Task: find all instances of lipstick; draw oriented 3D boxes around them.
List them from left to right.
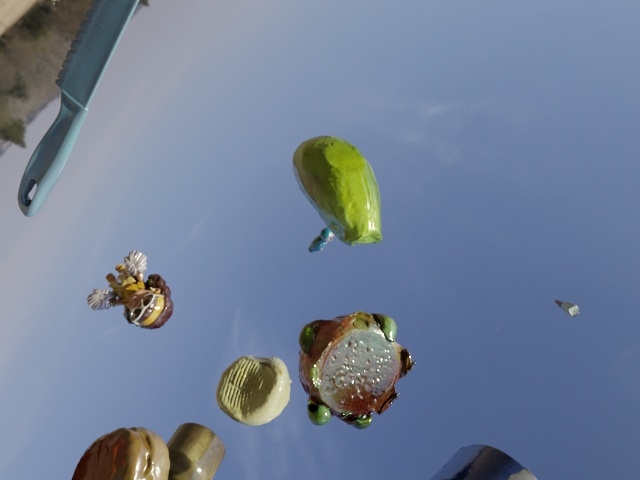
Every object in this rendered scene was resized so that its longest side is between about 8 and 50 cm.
[{"bbox_3d":[0.677,0.181,1.438,0.025,0.025,0.107,-28,-171,3],"label":"lipstick"}]

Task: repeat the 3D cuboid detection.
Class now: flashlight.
[{"bbox_3d":[0.000,0.000,1.765,0.129,0.051,0.051,-41,-151,46],"label":"flashlight"}]

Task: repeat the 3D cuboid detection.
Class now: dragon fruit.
[{"bbox_3d":[0.067,0.293,1.192,0.295,0.268,0.130,-37,-162,-21],"label":"dragon fruit"}]

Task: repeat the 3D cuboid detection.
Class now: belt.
[{"bbox_3d":[0.319,0.537,1.033,0.117,0.346,0.212,-32,-114,-25],"label":"belt"}]

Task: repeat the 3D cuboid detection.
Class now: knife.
[{"bbox_3d":[-0.229,-0.142,0.487,0.313,0.044,0.019,-50,179,25],"label":"knife"}]

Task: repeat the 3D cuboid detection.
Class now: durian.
[{"bbox_3d":[0.017,-0.088,0.817,0.250,0.101,0.139,55,-34,34],"label":"durian"}]

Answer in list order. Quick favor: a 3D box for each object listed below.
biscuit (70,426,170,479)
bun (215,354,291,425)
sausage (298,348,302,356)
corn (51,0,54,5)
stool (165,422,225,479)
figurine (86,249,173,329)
[{"bbox_3d":[-0.232,0.438,0.583,0.368,0.076,0.394,-48,-124,11],"label":"biscuit"},{"bbox_3d":[-0.197,0.452,1.582,0.230,0.145,0.229,-5,-118,10],"label":"bun"},{"bbox_3d":[-0.036,0.391,1.886,0.131,0.039,0.041,-50,-150,44],"label":"sausage"},{"bbox_3d":[-0.565,-0.599,0.991,0.102,0.313,0.101,-2,-113,5],"label":"corn"},{"bbox_3d":[-0.414,0.692,1.517,0.179,0.179,0.264,-27,-164,28],"label":"stool"},{"bbox_3d":[-0.458,0.129,1.276,0.240,0.115,0.174,33,-101,28],"label":"figurine"}]
